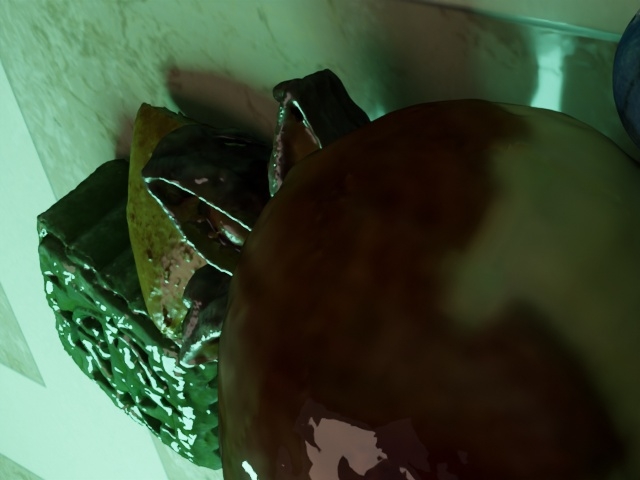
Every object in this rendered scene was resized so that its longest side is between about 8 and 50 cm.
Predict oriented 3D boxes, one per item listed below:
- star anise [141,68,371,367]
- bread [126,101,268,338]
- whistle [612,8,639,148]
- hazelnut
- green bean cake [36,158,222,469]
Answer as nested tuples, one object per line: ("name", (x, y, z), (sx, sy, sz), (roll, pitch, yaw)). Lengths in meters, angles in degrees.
("star anise", (-0.003, 0.005, 0.883), (0.214, 0.099, 0.220), (36, 133, -11))
("bread", (-0.083, -0.035, 0.984), (0.154, 0.054, 0.136), (-44, 61, 28))
("whistle", (0.160, -0.050, 0.632), (0.090, 0.090, 0.158), (30, 144, 33))
("hazelnut", (0.058, 0.058, 0.709), (0.241, 0.261, 0.261), (19, 136, 34))
("green bean cake", (-0.115, 0.060, 1.121), (0.183, 0.094, 0.185), (37, 151, 23))
